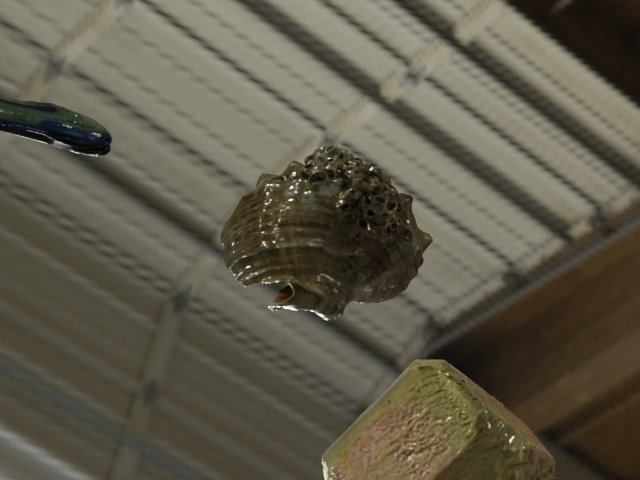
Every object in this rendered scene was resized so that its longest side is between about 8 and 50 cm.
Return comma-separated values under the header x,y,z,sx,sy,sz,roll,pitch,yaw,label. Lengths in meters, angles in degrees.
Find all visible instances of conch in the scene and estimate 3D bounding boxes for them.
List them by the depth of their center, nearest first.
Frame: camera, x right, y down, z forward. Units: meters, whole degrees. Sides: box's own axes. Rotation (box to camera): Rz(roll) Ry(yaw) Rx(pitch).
x,y,z,sx,sy,sz,roll,pitch,yaw,label
0.000,0.000,1.679,0.178,0.245,0.163,8,-61,26,conch

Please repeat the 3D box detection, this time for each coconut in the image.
x,y,z,sx,sy,sz,roll,pitch,yaw,label
0.123,0.279,1.960,0.233,0.233,0.245,38,-87,-24,coconut

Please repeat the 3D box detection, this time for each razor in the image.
x,y,z,sx,sy,sz,roll,pitch,yaw,label
-0.310,-0.104,1.302,0.324,0.093,0.056,6,-58,-18,razor
